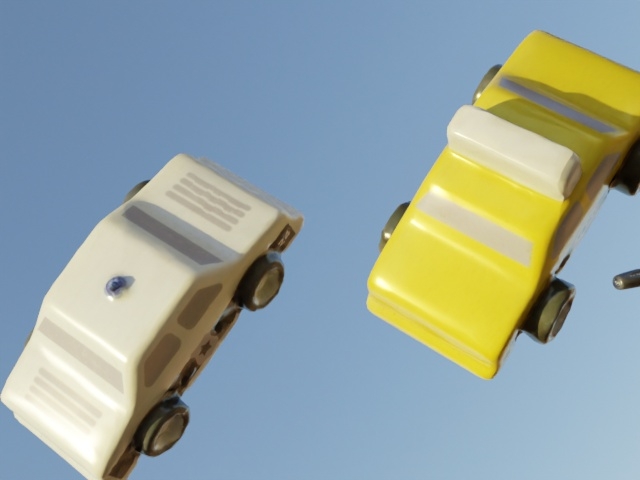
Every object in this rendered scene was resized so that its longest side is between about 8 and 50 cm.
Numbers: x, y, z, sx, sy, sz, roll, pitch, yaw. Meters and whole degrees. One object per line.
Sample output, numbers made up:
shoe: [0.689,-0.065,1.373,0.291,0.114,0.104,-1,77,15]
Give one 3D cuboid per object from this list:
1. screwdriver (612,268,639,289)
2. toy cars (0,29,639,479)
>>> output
screwdriver: [0.431,0.037,1.147,0.170,0.025,0.024,-12,-61,-30]
toy cars: [0.000,0.000,0.474,0.394,0.176,0.087,-18,-24,7]
